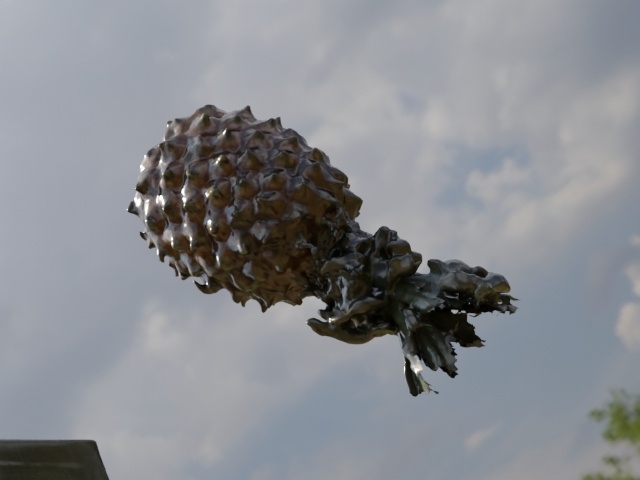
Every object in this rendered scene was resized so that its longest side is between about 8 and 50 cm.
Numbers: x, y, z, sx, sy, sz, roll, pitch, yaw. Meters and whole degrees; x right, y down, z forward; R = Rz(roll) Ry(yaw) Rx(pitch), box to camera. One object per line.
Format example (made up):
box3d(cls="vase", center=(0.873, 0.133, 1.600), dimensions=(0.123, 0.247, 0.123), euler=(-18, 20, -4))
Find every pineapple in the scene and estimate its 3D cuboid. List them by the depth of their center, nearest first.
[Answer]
box3d(cls="pineapple", center=(0.000, 0.000, 1.263), dimensions=(0.175, 0.361, 0.175), euler=(-30, -49, -42))

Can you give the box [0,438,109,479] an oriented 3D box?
box3d(cls="box", center=(-0.304, 0.270, 1.287), dimensions=(0.231, 0.155, 0.149), euler=(5, -49, -37))
